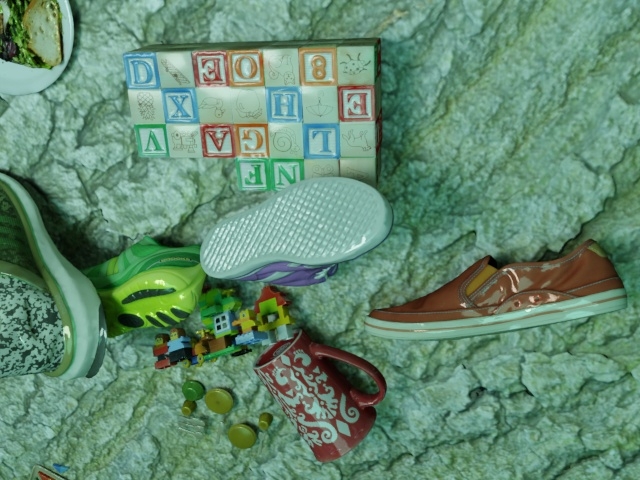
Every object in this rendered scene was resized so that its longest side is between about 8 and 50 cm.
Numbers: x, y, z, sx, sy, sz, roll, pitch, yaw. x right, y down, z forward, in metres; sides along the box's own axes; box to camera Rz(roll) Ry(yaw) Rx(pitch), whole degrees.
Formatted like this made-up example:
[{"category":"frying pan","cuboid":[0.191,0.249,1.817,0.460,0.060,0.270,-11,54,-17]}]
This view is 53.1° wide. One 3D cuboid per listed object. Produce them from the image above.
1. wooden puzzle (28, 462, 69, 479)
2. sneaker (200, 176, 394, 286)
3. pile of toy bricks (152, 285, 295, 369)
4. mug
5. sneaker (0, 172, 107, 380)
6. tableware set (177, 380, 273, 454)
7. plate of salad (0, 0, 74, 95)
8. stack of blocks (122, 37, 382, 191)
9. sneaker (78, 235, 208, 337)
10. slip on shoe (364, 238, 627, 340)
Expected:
[{"category":"wooden puzzle","cuboid":[-0.499,0.450,1.174,0.079,0.014,0.116,19,115,2]},{"category":"sneaker","cuboid":[0.000,-0.001,0.800,0.282,0.161,0.102,-11,71,41]},{"category":"pile of toy bricks","cuboid":[-0.152,0.114,0.927,0.212,0.118,0.105,-22,70,29]},{"category":"mug","cuboid":[0.001,0.209,0.938,0.150,0.113,0.169,-39,98,-7]},{"category":"sneaker","cuboid":[-0.455,0.032,0.840,0.410,0.182,0.158,40,115,24]},{"category":"tableware set","cuboid":[-0.154,0.281,1.034,0.154,0.024,0.104,14,112,5]},{"category":"plate of salad","cuboid":[-0.414,-0.284,0.820,0.200,0.048,0.199,4,115,9]},{"category":"stack of blocks","cuboid":[-0.076,-0.154,0.792,0.297,0.087,0.171,2,114,10]},{"category":"sneaker","cuboid":[-0.267,0.065,0.915,0.296,0.123,0.109,-6,122,33]},{"category":"slip on shoe","cuboid":[0.214,0.073,0.837,0.331,0.123,0.101,-14,78,21]}]
